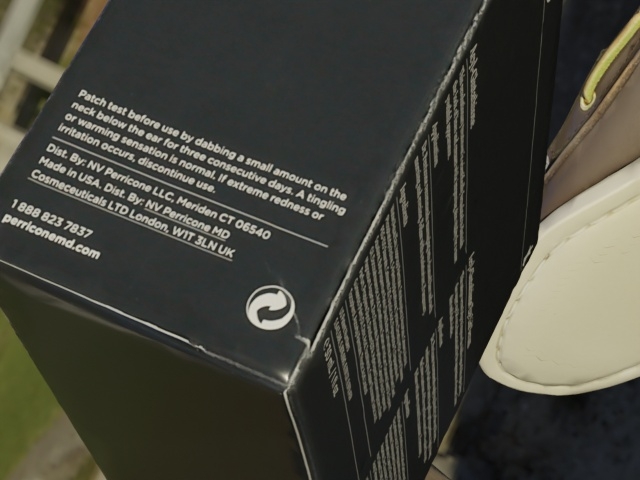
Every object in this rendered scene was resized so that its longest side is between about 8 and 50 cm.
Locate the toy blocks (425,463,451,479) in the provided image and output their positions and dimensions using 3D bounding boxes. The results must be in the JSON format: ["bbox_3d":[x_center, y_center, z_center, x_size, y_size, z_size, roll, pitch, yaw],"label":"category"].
[{"bbox_3d":[-0.041,0.237,0.999,0.261,0.190,0.381,38,98,40],"label":"toy blocks"}]

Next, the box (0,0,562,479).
[{"bbox_3d":[0.000,0.000,0.545,0.184,0.103,0.261,-60,-17,-21],"label":"box"}]

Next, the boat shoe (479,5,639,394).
[{"bbox_3d":[0.167,-0.052,0.735,0.097,0.116,0.324,-96,28,-42],"label":"boat shoe"}]
